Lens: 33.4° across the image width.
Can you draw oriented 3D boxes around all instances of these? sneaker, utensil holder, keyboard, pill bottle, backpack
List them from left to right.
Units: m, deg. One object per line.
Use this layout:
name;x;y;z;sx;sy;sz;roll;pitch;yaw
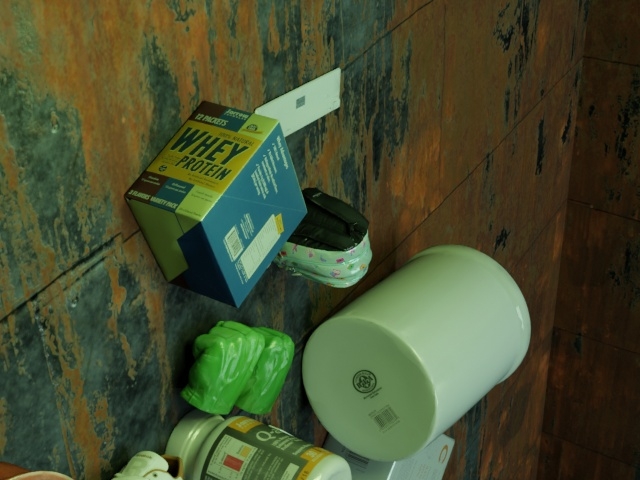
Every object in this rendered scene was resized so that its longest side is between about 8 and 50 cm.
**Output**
sneaker;-0.295;0.377;1.575;0.290;0.106;0.123;0;97;-70
pill bottle;-0.104;0.377;1.714;0.162;0.279;0.162;-40;140;-46
keyboard;-0.035;-0.222;1.780;0.256;0.014;0.072;-36;131;-49
backpack;0.000;0.000;1.788;0.152;0.182;0.115;-52;147;-35
utensil holder;0.191;0.218;2.131;0.385;0.328;0.327;-28;130;-50

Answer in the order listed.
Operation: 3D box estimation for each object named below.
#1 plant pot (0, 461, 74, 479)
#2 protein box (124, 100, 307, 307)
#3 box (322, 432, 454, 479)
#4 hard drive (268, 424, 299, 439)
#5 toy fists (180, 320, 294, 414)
plant pot;-0.425;0.317;1.098;0.272;0.265;0.272;-39;138;-46
protein box;-0.143;-0.053;1.541;0.201;0.136;0.199;-55;148;-29
box;0.145;0.489;2.366;0.215;0.168;0.345;-67;152;-10
hard drive;-0.111;0.522;2.049;0.307;0.040;0.203;-66;152;-12
toy fists;-0.131;0.205;1.768;0.142;0.096;0.279;-62;154;3
